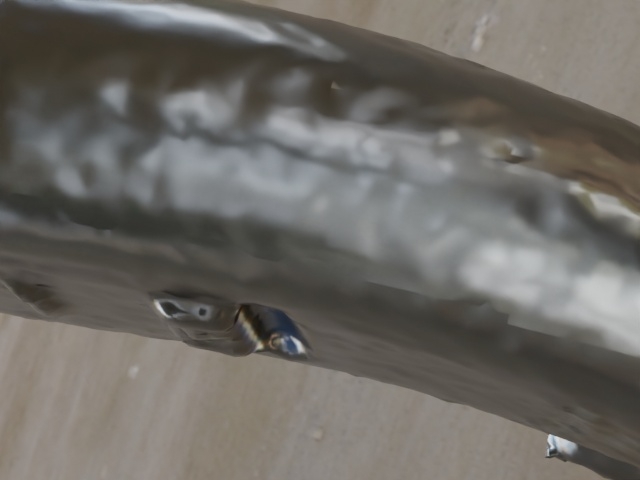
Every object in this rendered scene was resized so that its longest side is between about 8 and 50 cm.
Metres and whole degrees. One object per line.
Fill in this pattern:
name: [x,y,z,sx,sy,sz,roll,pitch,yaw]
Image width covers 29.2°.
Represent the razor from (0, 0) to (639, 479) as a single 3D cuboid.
razor: [0.003,-0.004,0.416,0.189,0.327,0.107,78,-153,-76]
